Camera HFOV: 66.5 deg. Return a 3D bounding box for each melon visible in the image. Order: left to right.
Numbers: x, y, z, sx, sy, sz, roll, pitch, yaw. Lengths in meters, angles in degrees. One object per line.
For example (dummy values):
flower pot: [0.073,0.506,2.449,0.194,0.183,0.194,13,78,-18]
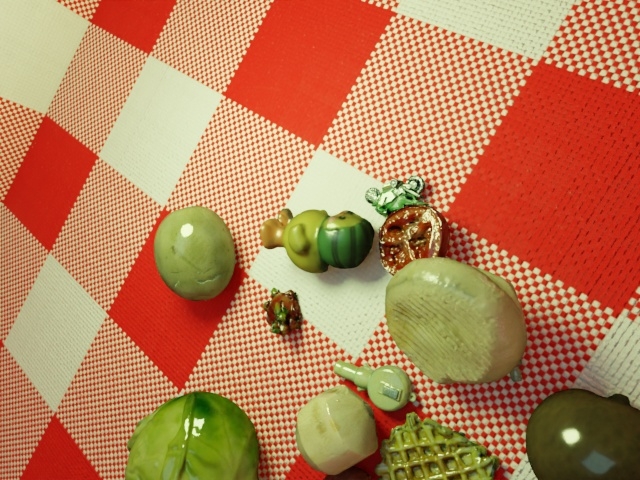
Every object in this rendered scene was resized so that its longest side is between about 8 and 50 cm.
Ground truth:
melon: [-0.422,0.050,1.657,0.268,0.268,0.331,-7,100,26]

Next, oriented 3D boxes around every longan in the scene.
longan: [0.608,0.453,1.068,0.300,0.243,0.300,-7,45,7]

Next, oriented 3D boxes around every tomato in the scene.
tomato: [0.275,0.005,1.394,0.227,0.101,0.228,-9,77,41]

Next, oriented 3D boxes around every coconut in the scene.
coconut: [0.054,0.515,1.353,0.241,0.241,0.241,-5,79,27]

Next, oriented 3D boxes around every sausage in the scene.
sausage: [0.037,0.744,1.370,0.148,0.148,0.255,35,95,28]

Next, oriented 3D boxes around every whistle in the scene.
whistle: [0.154,0.407,1.407,0.257,0.067,0.126,15,88,31]

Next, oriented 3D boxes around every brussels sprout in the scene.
brussels sprout: [-0.381,0.649,1.487,0.425,0.342,0.361,18,91,29]

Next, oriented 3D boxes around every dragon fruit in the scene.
dragon fruit: [-0.118,0.234,1.563,0.142,0.175,0.139,24,105,-2]

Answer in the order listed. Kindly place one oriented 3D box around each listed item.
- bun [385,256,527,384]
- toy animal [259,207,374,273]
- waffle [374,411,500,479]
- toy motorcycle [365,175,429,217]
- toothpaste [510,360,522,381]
bun: [0.341,0.182,1.218,0.365,0.219,0.365,25,135,27]
toy animal: [0.002,0.003,1.490,0.338,0.216,0.191,4,110,25]
waffle: [0.299,0.627,1.290,0.317,0.073,0.298,24,92,26]
toy motorcycle: [0.224,-0.126,1.458,0.190,0.074,0.106,-13,82,26]
toothpaste: [0.481,0.238,1.279,0.067,0.037,0.256,-21,69,29]
